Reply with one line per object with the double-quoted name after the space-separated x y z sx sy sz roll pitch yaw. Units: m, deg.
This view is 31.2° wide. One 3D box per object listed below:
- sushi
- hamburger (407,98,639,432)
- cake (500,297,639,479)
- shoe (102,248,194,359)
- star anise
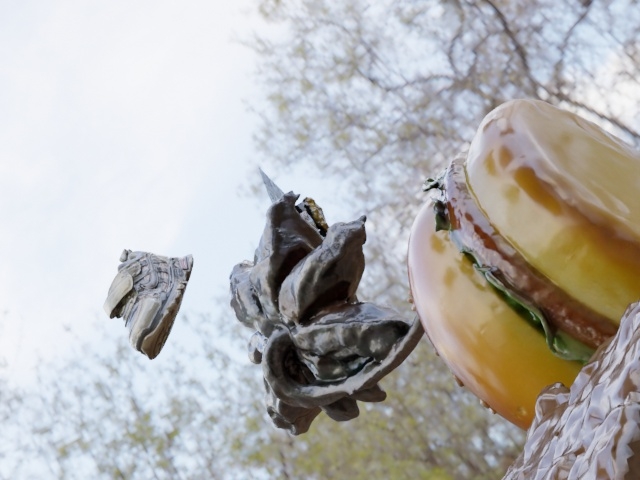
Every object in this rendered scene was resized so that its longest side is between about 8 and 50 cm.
0.000 0.000 1.570 0.040 0.193 0.210 -29 -35 10 "sushi"
0.163 0.032 0.742 0.246 0.246 0.170 7 -57 -48 "hamburger"
0.173 0.194 0.424 0.282 0.290 0.256 -48 -14 -39 "cake"
-0.210 0.063 1.369 0.092 0.180 0.089 20 -61 -5 "shoe"
-0.011 0.078 1.259 0.139 0.315 0.360 -17 -53 -41 "star anise"
